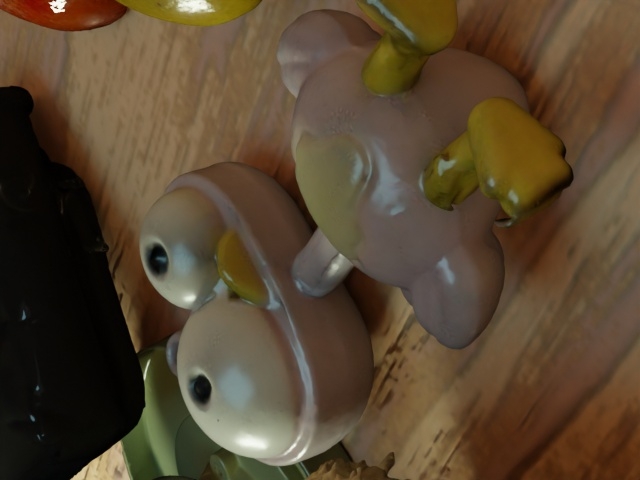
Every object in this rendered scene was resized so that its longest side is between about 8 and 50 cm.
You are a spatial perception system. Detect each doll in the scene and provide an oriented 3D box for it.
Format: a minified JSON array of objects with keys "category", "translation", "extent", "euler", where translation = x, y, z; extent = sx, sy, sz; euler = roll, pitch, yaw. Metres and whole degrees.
[{"category":"doll","translation":[0.001,0.000,0.836],"extent":[0.160,0.094,0.365],"euler":[60,147,9]}]

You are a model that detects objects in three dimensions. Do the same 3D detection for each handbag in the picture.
[{"category":"handbag","translation":[-0.209,0.050,1.152],"extent":[0.275,0.088,0.244],"euler":[-41,65,59]}]

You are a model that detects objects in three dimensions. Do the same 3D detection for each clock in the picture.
[{"category":"clock","translation":[-0.044,0.163,1.072],"extent":[0.235,0.029,0.235],"euler":[33,137,37]}]

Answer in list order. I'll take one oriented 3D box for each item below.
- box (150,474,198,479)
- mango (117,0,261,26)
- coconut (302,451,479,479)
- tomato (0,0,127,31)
[{"category":"box","translation":[-0.098,0.271,1.074],"extent":[0.243,0.163,0.135],"euler":[59,158,2]},{"category":"mango","translation":[-0.093,-0.181,0.833],"extent":[0.195,0.098,0.137],"euler":[53,143,6]},{"category":"coconut","translation":[0.023,0.267,0.753],"extent":[0.346,0.360,0.346],"euler":[36,141,36]},{"category":"tomato","translation":[-0.164,-0.174,0.959],"extent":[0.155,0.069,0.156],"euler":[33,138,36]}]
